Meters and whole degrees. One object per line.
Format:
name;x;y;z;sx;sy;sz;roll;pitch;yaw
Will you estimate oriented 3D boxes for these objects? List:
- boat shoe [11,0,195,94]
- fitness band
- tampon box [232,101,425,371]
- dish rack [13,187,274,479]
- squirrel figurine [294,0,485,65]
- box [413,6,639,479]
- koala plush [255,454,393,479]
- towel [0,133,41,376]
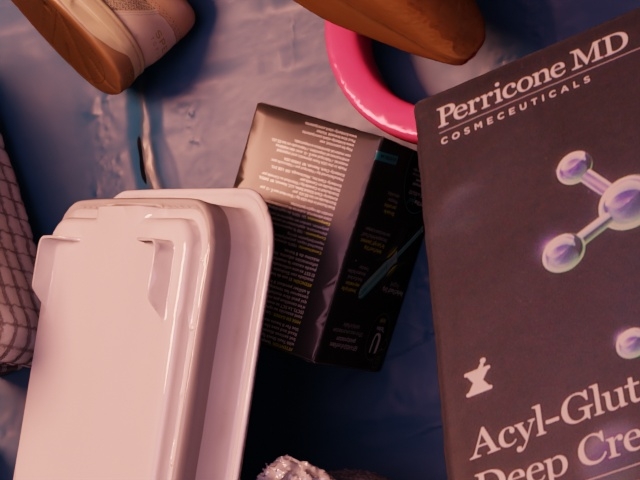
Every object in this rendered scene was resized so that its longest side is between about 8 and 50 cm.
boat shoe;-0.223;-0.250;1.500;0.098;0.109;0.302;-42;86;-18
fitness band;0.140;-0.171;1.366;0.291;0.054;0.209;-15;74;22
tampon box;0.000;0.000;1.376;0.101;0.120;0.161;18;90;25
dish rack;-0.145;0.122;1.352;0.285;0.072;0.332;1;81;60
squirrel figurine;0.020;-0.369;1.320;0.397;0.281;0.370;21;74;35
box;0.240;0.065;1.120;0.293;0.212;0.395;-23;46;22
koala plush;0.057;0.229;1.291;0.221;0.196;0.203;36;87;26
towel;-0.329;-0.021;1.478;0.121;0.235;0.283;-31;70;23
